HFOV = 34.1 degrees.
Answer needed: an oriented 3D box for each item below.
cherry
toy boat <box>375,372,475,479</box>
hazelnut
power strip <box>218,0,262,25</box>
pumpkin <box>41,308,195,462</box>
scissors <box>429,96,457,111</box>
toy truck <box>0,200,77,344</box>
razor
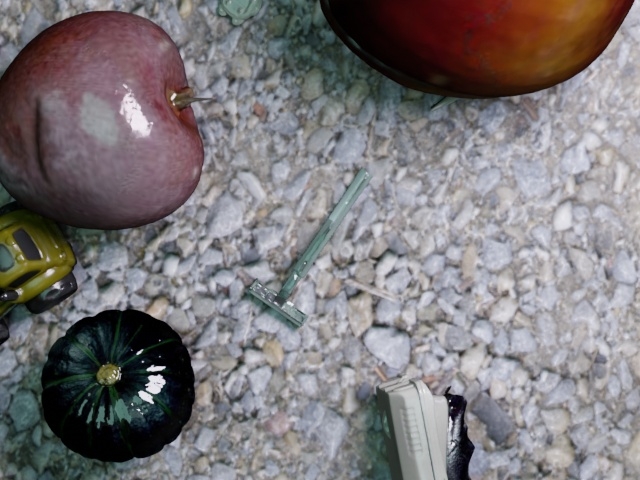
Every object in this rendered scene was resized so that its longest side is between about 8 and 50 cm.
[{"bbox_3d":[-0.270,-0.137,1.242,0.307,0.221,0.261,-15,88,24],"label":"cherry"},{"bbox_3d":[0.149,0.288,1.256,0.140,0.141,0.270,-25,91,6],"label":"toy boat"},{"bbox_3d":[0.171,-0.374,1.111,0.401,0.402,0.430,1,80,5],"label":"hazelnut"},{"bbox_3d":[-0.095,-0.312,1.306,0.055,0.035,0.083,36,97,3],"label":"power strip"},{"bbox_3d":[-0.246,0.176,1.277,0.194,0.150,0.194,0,91,8],"label":"pumpkin"},{"bbox_3d":[0.186,-0.193,1.292,0.119,0.014,0.058,-34,87,2],"label":"scissors"},{"bbox_3d":[-0.422,0.052,1.282,0.224,0.165,0.147,-31,88,5],"label":"toy truck"},{"bbox_3d":[0.000,0.000,1.305,0.084,0.036,0.211,34,95,2],"label":"razor"}]
